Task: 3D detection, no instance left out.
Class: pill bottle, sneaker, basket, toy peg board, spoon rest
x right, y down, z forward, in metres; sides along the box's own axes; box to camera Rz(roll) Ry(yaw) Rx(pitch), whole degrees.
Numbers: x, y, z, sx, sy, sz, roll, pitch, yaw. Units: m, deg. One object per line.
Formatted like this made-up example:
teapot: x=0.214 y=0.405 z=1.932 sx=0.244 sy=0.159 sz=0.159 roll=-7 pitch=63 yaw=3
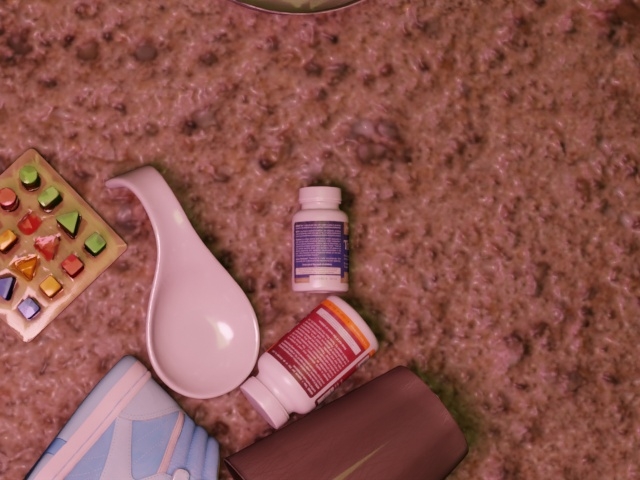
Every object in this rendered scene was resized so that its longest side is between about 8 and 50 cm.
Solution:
pill bottle: x=0.000 y=0.000 z=1.861 sx=0.067 sy=0.067 sz=0.120 roll=0 pitch=85 yaw=-7
sneaker: x=-0.223 y=0.298 z=1.744 sx=0.208 sy=0.127 sz=0.319 roll=39 pitch=62 yaw=-5
pill bottle: x=-0.014 y=0.140 z=1.834 sx=0.152 sy=0.086 sz=0.086 roll=-41 pitch=91 yaw=-12
basket: x=0.039 y=0.256 z=1.805 sx=0.227 sy=0.154 sz=0.204 roll=-38 pitch=95 yaw=-12
toy peg board: x=-0.329 y=0.003 z=1.813 sx=0.160 sy=0.079 sz=0.161 roll=-44 pitch=91 yaw=-9
spoon rest: x=-0.159 y=0.045 z=1.817 sx=0.137 sy=0.084 sz=0.276 roll=-24 pitch=91 yaw=-25

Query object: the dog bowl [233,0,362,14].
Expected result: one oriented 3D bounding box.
dog bowl: x=-0.036 y=-0.423 z=1.878 sx=0.348 sy=0.102 sz=0.349 roll=1 pitch=84 yaw=-8
